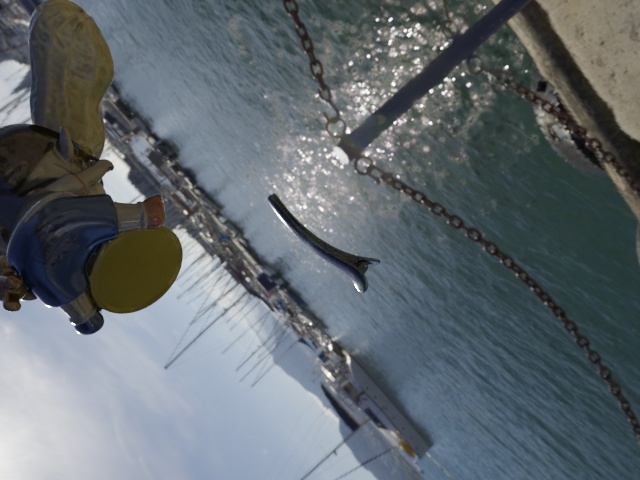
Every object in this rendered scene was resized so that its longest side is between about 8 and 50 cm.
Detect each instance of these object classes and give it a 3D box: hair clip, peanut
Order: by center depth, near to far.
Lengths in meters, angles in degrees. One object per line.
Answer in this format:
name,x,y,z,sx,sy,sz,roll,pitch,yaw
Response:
peanut,-0.324,-0.197,0.607,0.090,0.099,0.214,-142,58,-63
hair clip,0.000,0.000,0.952,0.275,0.083,0.048,36,155,-12

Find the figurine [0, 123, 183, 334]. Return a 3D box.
figurine,-0.271,-0.028,0.471,0.276,0.161,0.158,33,177,31
